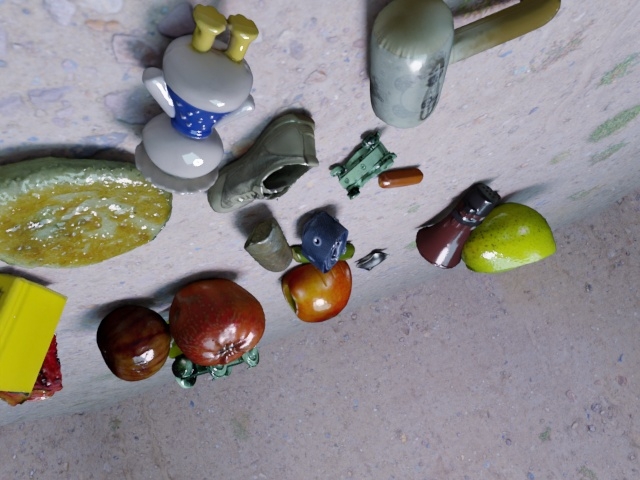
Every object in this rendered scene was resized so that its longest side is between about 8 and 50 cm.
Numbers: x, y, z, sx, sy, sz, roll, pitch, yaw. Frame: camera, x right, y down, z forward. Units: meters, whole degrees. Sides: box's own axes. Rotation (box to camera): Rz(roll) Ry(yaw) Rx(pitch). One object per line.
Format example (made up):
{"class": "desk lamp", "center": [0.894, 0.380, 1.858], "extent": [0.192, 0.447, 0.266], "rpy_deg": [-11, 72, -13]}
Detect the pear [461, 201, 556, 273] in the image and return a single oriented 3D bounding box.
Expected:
{"class": "pear", "center": [0.697, -0.001, 1.660], "extent": [0.318, 0.239, 0.342], "rpy_deg": [-24, -171, -13]}

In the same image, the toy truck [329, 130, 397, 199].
{"class": "toy truck", "center": [0.099, -0.160, 0.879], "extent": [0.078, 0.080, 0.154], "rpy_deg": [-33, 175, -46]}

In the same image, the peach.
{"class": "peach", "center": [0.004, 0.182, 1.572], "extent": [0.274, 0.245, 0.248], "rpy_deg": [-27, -168, -17]}

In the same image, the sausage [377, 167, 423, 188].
{"class": "sausage", "center": [0.202, -0.157, 1.043], "extent": [0.131, 0.041, 0.039], "rpy_deg": [-11, 157, -27]}

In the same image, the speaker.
{"class": "speaker", "center": [0.540, -0.060, 1.487], "extent": [0.259, 0.198, 0.329], "rpy_deg": [4, 143, -27]}

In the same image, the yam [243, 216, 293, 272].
{"class": "yam", "center": [-0.136, 0.009, 1.047], "extent": [0.106, 0.106, 0.259], "rpy_deg": [-21, 159, -1]}

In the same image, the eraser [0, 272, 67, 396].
{"class": "eraser", "center": [-0.625, 0.190, 0.835], "extent": [0.069, 0.226, 0.158], "rpy_deg": [5, 157, 8]}

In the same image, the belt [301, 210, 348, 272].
{"class": "belt", "center": [0.001, 0.000, 1.161], "extent": [0.122, 0.128, 0.218], "rpy_deg": [-47, 168, -19]}

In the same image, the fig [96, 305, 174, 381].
{"class": "fig", "center": [-0.552, 0.298, 1.234], "extent": [0.214, 0.235, 0.235], "rpy_deg": [-42, 170, -24]}

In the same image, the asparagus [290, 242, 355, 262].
{"class": "asparagus", "center": [0.009, 0.043, 1.369], "extent": [0.277, 0.060, 0.067], "rpy_deg": [-4, 165, -40]}

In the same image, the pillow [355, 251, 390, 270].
{"class": "pillow", "center": [0.218, 0.083, 1.723], "extent": [0.091, 0.055, 0.135], "rpy_deg": [27, 135, -23]}

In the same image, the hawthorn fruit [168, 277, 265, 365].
{"class": "hawthorn fruit", "center": [-0.331, 0.241, 1.270], "extent": [0.275, 0.299, 0.275], "rpy_deg": [-36, 144, -32]}

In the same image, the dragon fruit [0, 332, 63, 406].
{"class": "dragon fruit", "center": [-0.783, 0.267, 0.999], "extent": [0.330, 0.302, 0.240], "rpy_deg": [-8, -155, 28]}

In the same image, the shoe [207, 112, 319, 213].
{"class": "shoe", "center": [-0.107, -0.113, 0.749], "extent": [0.103, 0.098, 0.275], "rpy_deg": [5, 150, -46]}

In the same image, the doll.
{"class": "doll", "center": [-0.166, -0.160, 0.540], "extent": [0.138, 0.119, 0.293], "rpy_deg": [1, 147, -32]}

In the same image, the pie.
{"class": "pie", "center": [-0.398, -0.041, 0.683], "extent": [0.323, 0.071, 0.323], "rpy_deg": [-22, 162, -8]}

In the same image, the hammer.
{"class": "hammer", "center": [0.214, -0.291, 0.598], "extent": [0.305, 0.113, 0.202], "rpy_deg": [-26, 165, -2]}

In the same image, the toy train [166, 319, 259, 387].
{"class": "toy train", "center": [-0.397, 0.376, 1.524], "extent": [0.179, 0.272, 0.442], "rpy_deg": [-25, 165, 15]}
